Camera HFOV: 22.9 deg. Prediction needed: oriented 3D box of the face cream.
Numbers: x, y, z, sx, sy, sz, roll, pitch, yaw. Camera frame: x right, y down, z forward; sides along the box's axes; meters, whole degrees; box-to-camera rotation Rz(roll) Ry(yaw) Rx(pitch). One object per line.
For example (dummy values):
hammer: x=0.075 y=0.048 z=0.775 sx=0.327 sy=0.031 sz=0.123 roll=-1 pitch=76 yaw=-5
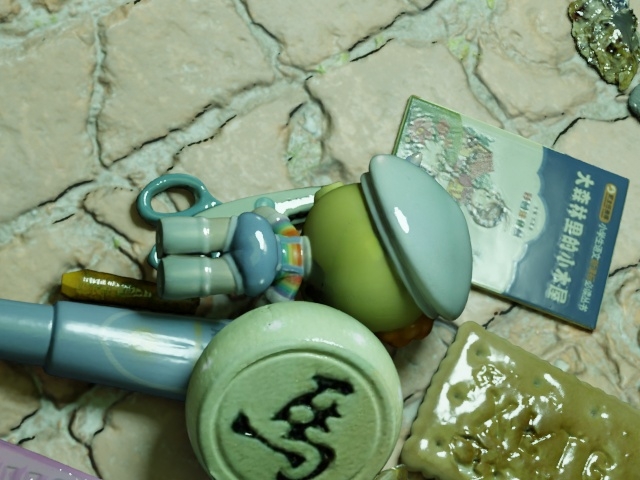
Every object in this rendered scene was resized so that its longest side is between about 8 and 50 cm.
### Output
face cream: x=-0.217 y=0.129 z=1.857 sx=0.385 sy=0.086 sz=0.136 roll=10 pitch=61 yaw=-15

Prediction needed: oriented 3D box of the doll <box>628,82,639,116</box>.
doll: x=0.597 y=-0.213 z=2.126 sx=0.340 sy=0.158 sz=0.246 roll=-13 pitch=63 yaw=-14

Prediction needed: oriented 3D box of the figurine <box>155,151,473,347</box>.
figurine: x=0.002 y=0.030 z=1.854 sx=0.381 sy=0.205 sz=0.224 roll=-15 pitch=77 yaw=-18

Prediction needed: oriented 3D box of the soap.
soap: x=-0.350 y=0.294 z=1.776 sx=0.203 sy=0.065 sz=0.122 roll=22 pitch=68 yaw=-5

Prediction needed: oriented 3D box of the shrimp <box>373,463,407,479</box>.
shrimp: x=0.006 y=0.348 z=1.764 sx=0.058 sy=0.169 sz=0.296 roll=36 pitch=45 yaw=21

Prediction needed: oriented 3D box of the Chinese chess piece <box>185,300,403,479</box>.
Chinese chess piece: x=-0.029 y=0.193 z=1.805 sx=0.250 sy=0.101 sz=0.250 roll=-2 pitch=111 yaw=-5

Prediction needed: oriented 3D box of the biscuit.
biscuit: x=0.275 y=0.255 z=1.954 sx=0.325 sy=0.044 sz=0.217 roll=29 pitch=69 yaw=-3

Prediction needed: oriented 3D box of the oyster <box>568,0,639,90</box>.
oyster: x=0.401 y=-0.279 z=2.159 sx=0.103 sy=0.051 sz=0.148 roll=-22 pitch=89 yaw=-12

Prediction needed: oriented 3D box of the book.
book: x=0.235 y=-0.038 z=2.055 sx=0.322 sy=0.018 sz=0.228 roll=19 pitch=69 yaw=-6

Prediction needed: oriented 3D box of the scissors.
scissors: x=-0.082 y=-0.034 z=1.963 sx=0.289 sy=0.041 sz=0.138 roll=-10 pitch=71 yaw=-16

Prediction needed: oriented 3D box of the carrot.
carrot: x=-0.227 y=0.063 z=1.896 sx=0.170 sy=0.042 sz=0.042 roll=10 pitch=70 yaw=-10
